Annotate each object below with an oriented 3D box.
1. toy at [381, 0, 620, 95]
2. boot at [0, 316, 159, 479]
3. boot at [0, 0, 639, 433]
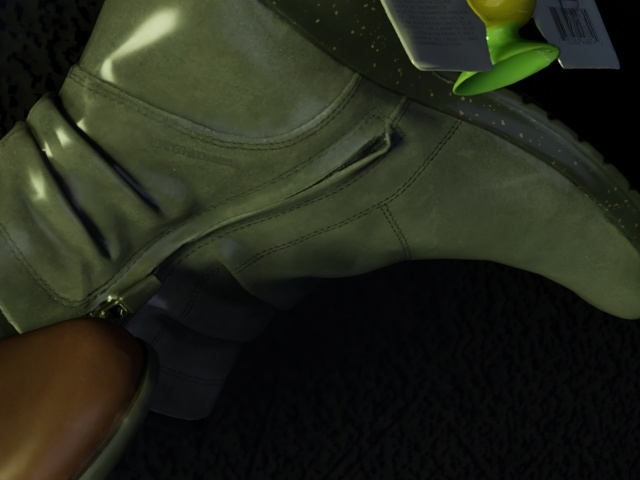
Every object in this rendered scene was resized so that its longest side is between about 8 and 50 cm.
[{"bbox_3d":[0.021,-0.162,0.629,0.137,0.237,0.056,-8,159,-49],"label":"toy"},{"bbox_3d":[-0.229,0.020,0.579,0.264,0.096,0.280,-21,124,14],"label":"boot"},{"bbox_3d":[0.000,0.000,0.744,0.338,0.118,0.222,34,97,-31],"label":"boot"}]
